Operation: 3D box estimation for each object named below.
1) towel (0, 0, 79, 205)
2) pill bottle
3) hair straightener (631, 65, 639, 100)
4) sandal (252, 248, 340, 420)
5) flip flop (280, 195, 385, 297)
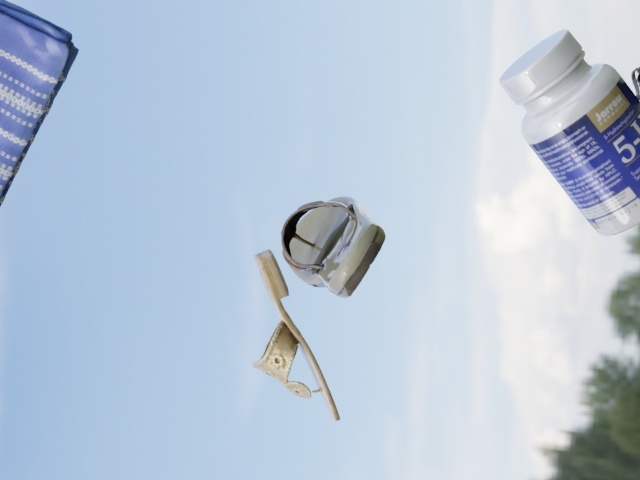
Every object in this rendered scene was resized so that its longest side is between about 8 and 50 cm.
[{"bbox_3d":[-0.420,-0.107,1.622,0.336,0.243,0.040,-63,13,5],"label":"towel"},{"bbox_3d":[0.263,-0.108,1.568,0.186,0.112,0.112,51,-153,-10],"label":"pill bottle"},{"bbox_3d":[0.350,-0.183,1.591,0.047,0.089,0.230,59,164,0],"label":"hair straightener"},{"bbox_3d":[-0.057,0.135,2.077,0.088,0.079,0.240,119,129,-81],"label":"sandal"},{"bbox_3d":[0.000,0.000,1.760,0.112,0.080,0.277,-64,12,3],"label":"flip flop"}]
